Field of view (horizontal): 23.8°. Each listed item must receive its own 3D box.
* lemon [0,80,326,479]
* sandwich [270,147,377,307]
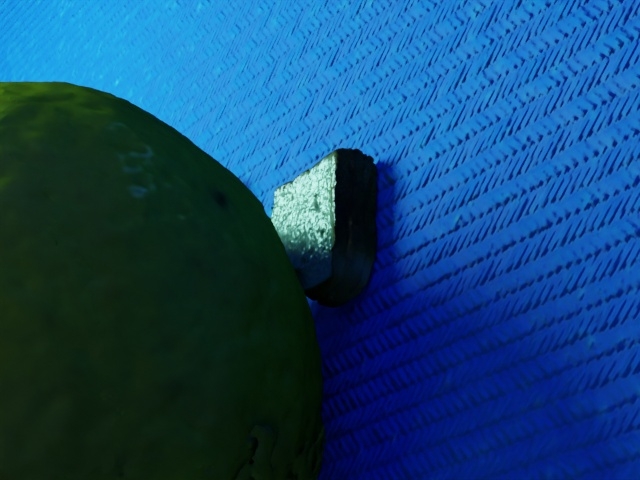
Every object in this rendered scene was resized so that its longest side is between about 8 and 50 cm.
[{"bbox_3d":[-0.171,0.072,0.931,0.350,0.350,0.387,-39,58,43],"label":"lemon"},{"bbox_3d":[0.000,0.000,1.009,0.093,0.036,0.105,-37,44,43],"label":"sandwich"}]
